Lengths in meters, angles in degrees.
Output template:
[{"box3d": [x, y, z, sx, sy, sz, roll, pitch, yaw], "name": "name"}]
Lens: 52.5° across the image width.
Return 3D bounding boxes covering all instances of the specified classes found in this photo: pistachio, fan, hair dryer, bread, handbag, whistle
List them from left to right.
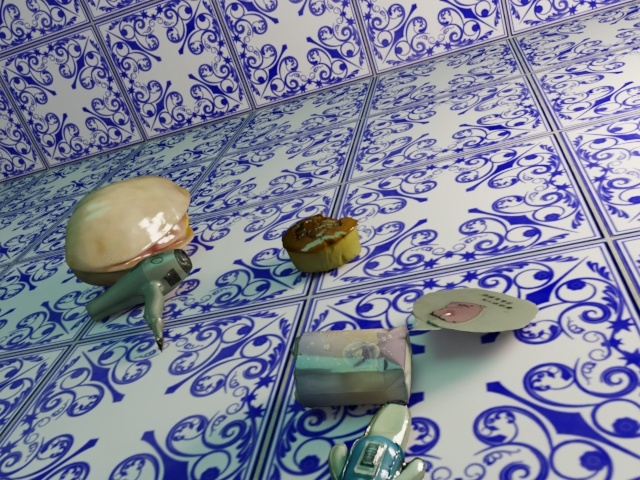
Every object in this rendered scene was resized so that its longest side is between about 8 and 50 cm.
[{"box3d": [-0.425, -0.017, 1.439, 0.308, 0.230, 0.229, -26, 24, -37], "name": "pistachio"}, {"box3d": [-0.375, 0.137, 1.271, 0.229, 0.092, 0.267, -20, 33, 18], "name": "hair dryer"}, {"box3d": [-0.006, 0.006, 1.230, 0.125, 0.086, 0.156, -36, 29, -29], "name": "bread"}, {"box3d": [0.036, 0.171, 0.869, 0.173, 0.095, 0.117, -5, 21, 13], "name": "handbag"}, {"box3d": [0.052, 0.259, 0.694, 0.113, 0.077, 0.236, 2, 26, 22], "name": "whistle"}, {"box3d": [0.157, 0.107, 0.878, 0.310, 0.010, 0.182, -12, 16, -33], "name": "fan"}]
